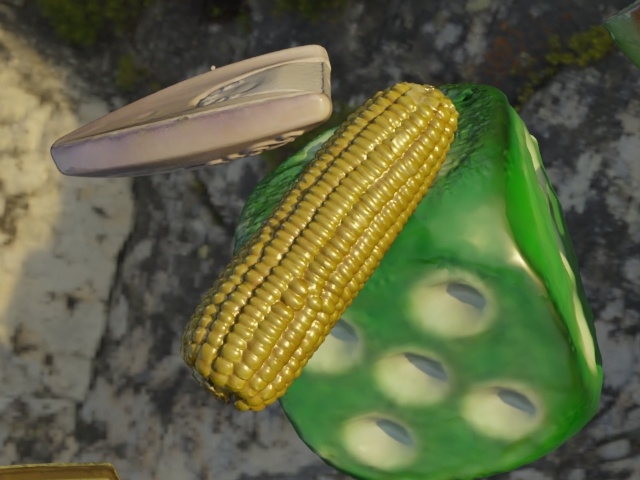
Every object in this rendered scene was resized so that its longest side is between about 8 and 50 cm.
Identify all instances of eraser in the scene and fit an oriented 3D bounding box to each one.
[{"bbox_3d":[-0.105,-0.095,1.074,0.243,0.204,0.059,-17,109,7],"label":"eraser"}]

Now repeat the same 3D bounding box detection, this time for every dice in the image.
[{"bbox_3d":[0.101,0.041,1.249,0.287,0.300,0.297,-17,28,18],"label":"dice"}]

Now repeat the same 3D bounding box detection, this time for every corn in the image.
[{"bbox_3d":[0.000,0.000,0.787,0.080,0.080,0.231,25,76,44],"label":"corn"}]

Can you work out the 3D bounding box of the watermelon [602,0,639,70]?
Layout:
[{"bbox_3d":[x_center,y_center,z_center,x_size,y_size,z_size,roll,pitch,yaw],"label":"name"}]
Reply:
[{"bbox_3d":[0.444,-0.201,1.231,0.250,0.293,0.283,-42,66,17],"label":"watermelon"}]

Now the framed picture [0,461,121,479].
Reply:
[{"bbox_3d":[-0.134,0.227,0.755,0.010,0.173,0.231,-45,60,22],"label":"framed picture"}]
